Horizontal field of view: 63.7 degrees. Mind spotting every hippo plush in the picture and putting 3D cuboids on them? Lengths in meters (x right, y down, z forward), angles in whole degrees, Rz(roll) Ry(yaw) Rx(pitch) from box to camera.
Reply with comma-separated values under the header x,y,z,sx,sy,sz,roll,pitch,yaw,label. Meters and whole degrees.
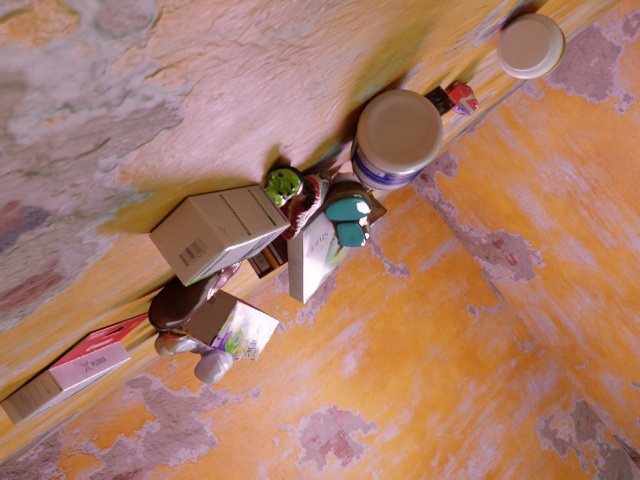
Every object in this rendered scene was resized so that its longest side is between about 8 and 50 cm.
x,y,z,sx,sy,sz,roll,pitch,yaw,label
-0.433,0.391,1.834,0.235,0.236,0.294,-24,-170,8,hippo plush

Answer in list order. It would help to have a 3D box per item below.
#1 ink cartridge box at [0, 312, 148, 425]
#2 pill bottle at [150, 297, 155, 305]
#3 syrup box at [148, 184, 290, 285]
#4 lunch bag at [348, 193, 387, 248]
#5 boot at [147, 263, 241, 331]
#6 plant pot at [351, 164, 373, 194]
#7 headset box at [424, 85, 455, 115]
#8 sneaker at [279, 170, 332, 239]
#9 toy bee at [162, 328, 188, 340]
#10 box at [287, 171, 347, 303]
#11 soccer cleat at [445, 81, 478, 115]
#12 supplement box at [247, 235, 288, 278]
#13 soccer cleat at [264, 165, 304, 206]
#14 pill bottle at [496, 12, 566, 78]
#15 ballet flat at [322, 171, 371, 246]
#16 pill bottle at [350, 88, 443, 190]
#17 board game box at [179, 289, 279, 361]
x,y,z,sx,sy,sz,roll,pitch,yaw,label
-0.536,0.288,1.207,0.261,0.066,0.296,-36,177,7,ink cartridge box
-0.371,0.151,1.219,0.043,0.043,0.083,-38,176,4,pill bottle
-0.148,-0.017,0.820,0.093,0.096,0.237,-39,175,21,syrup box
0.074,-0.050,1.946,0.287,0.168,0.235,-36,175,-33,lunch bag
-0.224,0.062,1.100,0.264,0.096,0.280,-33,174,-47,boot
0.135,-0.190,1.343,0.134,0.095,0.134,-38,177,-3,plant pot
0.272,-0.323,1.239,0.083,0.062,0.032,-35,175,-18,headset box
-0.042,-0.076,1.155,0.093,0.088,0.225,-36,177,-40,sneaker
-0.364,0.224,1.652,0.196,0.162,0.298,-14,170,30,toy bee
0.000,0.000,1.410,0.232,0.059,0.321,-47,156,-32,box
0.399,-0.383,1.436,0.083,0.095,0.248,-39,176,22,soccer cleat
-0.116,0.015,1.421,0.081,0.104,0.188,-32,180,38,supplement box
-0.058,-0.107,0.919,0.072,0.060,0.179,-46,-174,-18,soccer cleat
0.478,-0.438,1.169,0.136,0.136,0.246,-39,176,32,pill bottle
0.071,-0.089,1.245,0.116,0.123,0.342,-3,161,9,ballet flat
0.138,-0.182,1.022,0.153,0.153,0.264,-37,177,-4,pill bottle
-0.257,0.232,1.458,0.142,0.145,0.275,-61,153,-9,board game box
